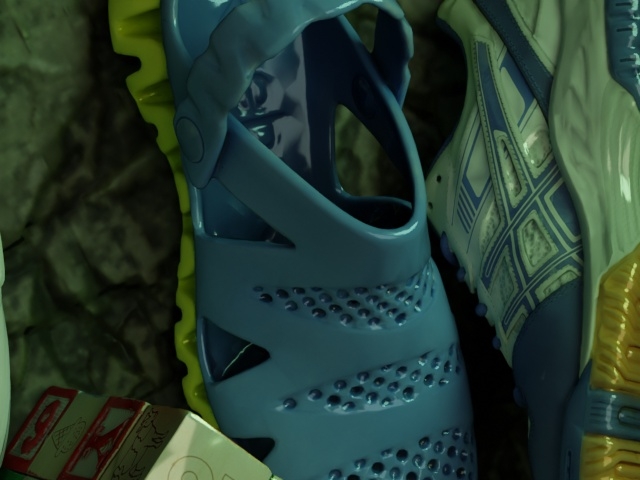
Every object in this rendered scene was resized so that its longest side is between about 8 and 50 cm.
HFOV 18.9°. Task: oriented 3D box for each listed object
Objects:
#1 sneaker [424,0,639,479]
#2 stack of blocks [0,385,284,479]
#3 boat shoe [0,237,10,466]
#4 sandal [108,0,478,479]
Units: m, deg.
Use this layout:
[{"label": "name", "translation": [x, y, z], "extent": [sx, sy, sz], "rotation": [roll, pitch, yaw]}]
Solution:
[{"label": "sneaker", "translation": [0.111, 0.008, 0.888], "extent": [0.112, 0.131, 0.296], "rotation": [25, 63, -50]}, {"label": "stack of blocks", "translation": [0.002, 0.183, 0.818], "extent": [0.297, 0.171, 0.087], "rotation": [38, 74, -21]}, {"label": "boat shoe", "translation": [-0.174, 0.005, 0.789], "extent": [0.083, 0.076, 0.226], "rotation": [-16, 96, -25]}, {"label": "sandal", "translation": [0.000, 0.000, 0.842], "extent": [0.126, 0.138, 0.317], "rotation": [-24, 101, -26]}]
